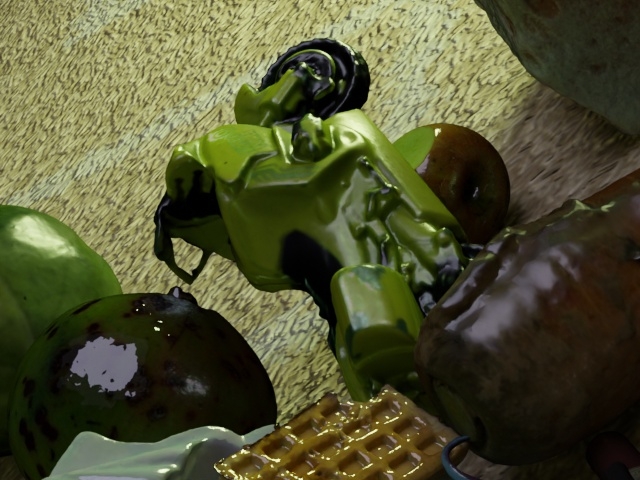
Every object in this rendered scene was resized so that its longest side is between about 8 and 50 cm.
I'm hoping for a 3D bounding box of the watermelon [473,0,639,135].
[{"bbox_3d":[0.215,-0.207,1.398,0.228,0.387,0.258,-18,73,11],"label":"watermelon"}]

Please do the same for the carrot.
[{"bbox_3d":[0.199,0.024,1.120,0.302,0.139,0.139,-27,24,-8],"label":"carrot"}]

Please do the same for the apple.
[{"bbox_3d":[0.089,-0.033,1.390,0.102,0.099,0.114,-6,48,51],"label":"apple"}]

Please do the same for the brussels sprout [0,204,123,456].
[{"bbox_3d":[-0.304,0.085,1.581,0.219,0.210,0.271,-49,12,-35],"label":"brussels sprout"}]

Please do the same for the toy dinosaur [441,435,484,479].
[{"bbox_3d":[0.114,0.178,1.007,0.080,0.045,0.197,-15,42,-23],"label":"toy dinosaur"}]

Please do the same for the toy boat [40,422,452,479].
[{"bbox_3d":[-0.031,0.201,1.069,0.290,0.100,0.199,16,40,12],"label":"toy boat"}]

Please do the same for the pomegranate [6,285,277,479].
[{"bbox_3d":[-0.140,0.151,1.300,0.202,0.202,0.248,17,88,60],"label":"pomegranate"}]

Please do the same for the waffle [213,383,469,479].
[{"bbox_3d":[0.014,0.130,1.069,0.092,0.021,0.135,33,44,30],"label":"waffle"}]

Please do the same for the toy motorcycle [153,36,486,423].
[{"bbox_3d":[-0.001,-0.001,1.277,0.206,0.142,0.342,-40,50,7],"label":"toy motorcycle"}]

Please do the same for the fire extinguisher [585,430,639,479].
[{"bbox_3d":[0.187,0.152,1.014,0.035,0.049,0.173,-27,25,-3],"label":"fire extinguisher"}]
